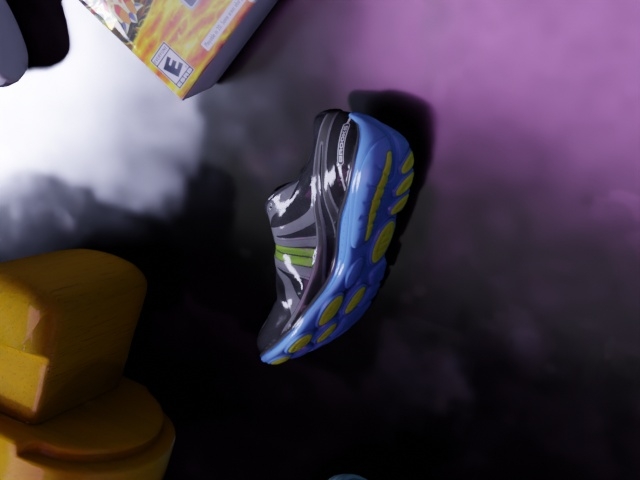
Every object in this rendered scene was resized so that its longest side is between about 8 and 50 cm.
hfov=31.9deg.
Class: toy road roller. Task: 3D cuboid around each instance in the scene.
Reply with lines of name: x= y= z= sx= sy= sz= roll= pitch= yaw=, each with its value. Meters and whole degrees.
toy road roller: x=-0.259 y=0.103 z=0.794 sx=0.329 sy=0.202 sz=0.240 roll=21 pitch=102 yaw=15

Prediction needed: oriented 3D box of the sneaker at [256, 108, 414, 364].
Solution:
sneaker: x=0.000 y=0.000 z=0.716 sx=0.078 sy=0.067 sz=0.188 roll=39 pitch=125 yaw=30

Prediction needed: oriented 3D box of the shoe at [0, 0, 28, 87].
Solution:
shoe: x=-0.266 y=-0.181 z=0.749 sx=0.081 sy=0.063 sz=0.178 roll=-10 pitch=111 yaw=21

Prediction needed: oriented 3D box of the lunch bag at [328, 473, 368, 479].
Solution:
lunch bag: x=0.032 y=0.295 z=0.694 sx=0.224 sy=0.279 sz=0.108 roll=44 pitch=122 yaw=-11

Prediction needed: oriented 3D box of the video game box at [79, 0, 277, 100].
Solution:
video game box: x=-0.087 y=-0.220 z=0.666 sx=0.187 sy=0.048 sz=0.205 roll=45 pitch=121 yaw=4
